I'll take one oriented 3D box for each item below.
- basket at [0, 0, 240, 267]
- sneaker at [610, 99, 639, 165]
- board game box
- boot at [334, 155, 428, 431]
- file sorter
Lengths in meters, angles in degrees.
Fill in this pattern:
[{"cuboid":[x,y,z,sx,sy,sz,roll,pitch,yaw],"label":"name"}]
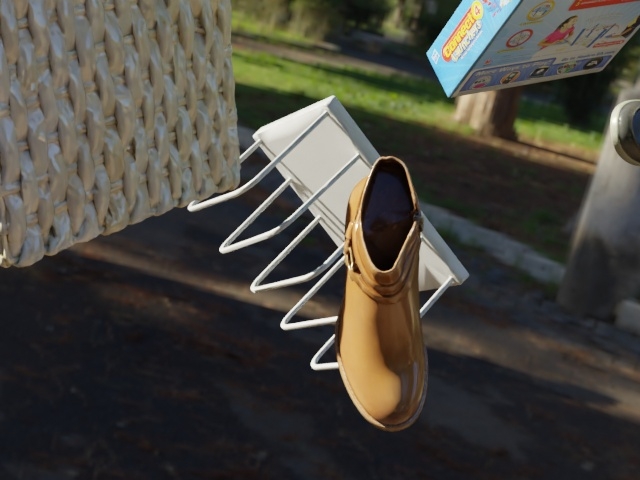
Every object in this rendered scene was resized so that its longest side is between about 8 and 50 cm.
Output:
[{"cuboid":[-0.270,-0.183,1.176,0.266,0.331,0.328,12,24,36],"label":"basket"},{"cuboid":[0.454,-0.130,1.530,0.222,0.083,0.118,6,-7,-39],"label":"sneaker"},{"cuboid":[0.354,-0.347,1.839,0.308,0.302,0.086,-13,66,-29],"label":"board game box"},{"cuboid":[0.047,0.041,0.953,0.073,0.197,0.152,-7,-13,-4],"label":"boot"},{"cuboid":[0.000,0.000,1.548,0.277,0.173,0.193,52,-28,-13],"label":"file sorter"}]
